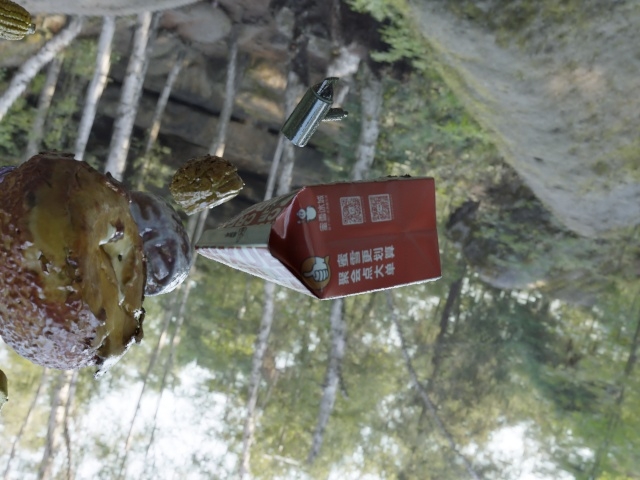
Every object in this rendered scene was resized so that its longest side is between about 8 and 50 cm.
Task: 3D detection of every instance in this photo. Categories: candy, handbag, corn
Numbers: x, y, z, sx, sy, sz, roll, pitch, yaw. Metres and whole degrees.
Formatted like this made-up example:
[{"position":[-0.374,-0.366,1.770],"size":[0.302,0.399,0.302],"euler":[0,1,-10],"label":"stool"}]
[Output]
[{"position":[-0.461,0.007,2.106],"size":[0.214,0.290,0.157],"euler":[-27,172,15],"label":"candy"},{"position":[0.000,0.000,1.022],"size":[0.298,0.151,0.171],"euler":[-9,-175,-36],"label":"handbag"},{"position":[-0.593,-0.397,1.350],"size":[0.207,0.068,0.068],"euler":[15,180,-27],"label":"corn"}]

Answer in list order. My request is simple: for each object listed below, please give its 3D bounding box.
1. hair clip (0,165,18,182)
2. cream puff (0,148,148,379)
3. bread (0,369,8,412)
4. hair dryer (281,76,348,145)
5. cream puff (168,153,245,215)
[{"position":[-0.700,-0.002,1.875],"size":[0.110,0.359,0.095],"euler":[-8,-171,-14],"label":"hair clip"},{"position":[-0.401,0.032,1.198],"size":[0.228,0.350,0.350],"euler":[-4,176,9],"label":"cream puff"},{"position":[-0.777,0.393,1.770],"size":[0.102,0.245,0.094],"euler":[17,-160,-31],"label":"bread"},{"position":[0.023,-0.354,2.094],"size":[0.078,0.195,0.248],"euler":[45,-152,14],"label":"hair dryer"},{"position":[-0.251,-0.126,1.713],"size":[0.150,0.115,0.165],"euler":[-19,-175,14],"label":"cream puff"}]
